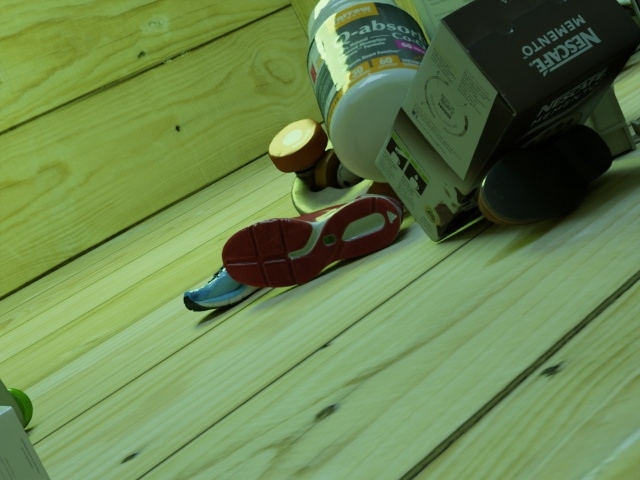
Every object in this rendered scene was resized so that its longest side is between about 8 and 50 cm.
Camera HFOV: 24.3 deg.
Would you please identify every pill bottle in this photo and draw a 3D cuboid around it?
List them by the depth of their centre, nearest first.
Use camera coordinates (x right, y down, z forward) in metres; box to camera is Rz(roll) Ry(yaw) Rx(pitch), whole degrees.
[{"bbox_3d":[0.069,-0.211,1.913,0.162,0.162,0.278,-25,38,6],"label":"pill bottle"}]

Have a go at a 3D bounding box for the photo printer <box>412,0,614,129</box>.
[{"bbox_3d":[0.226,-0.251,1.797,0.107,0.307,0.256,-27,9,-19],"label":"photo printer"}]

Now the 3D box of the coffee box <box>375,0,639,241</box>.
[{"bbox_3d":[0.180,-0.136,1.482,0.168,0.119,0.297,-31,-15,-20],"label":"coffee box"}]

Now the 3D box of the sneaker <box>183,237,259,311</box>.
[{"bbox_3d":[-0.109,0.036,1.840,0.162,0.073,0.063,-31,9,-34],"label":"sneaker"}]

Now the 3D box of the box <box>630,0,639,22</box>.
[{"bbox_3d":[0.470,-0.222,1.278,0.343,0.179,0.312,-23,6,23],"label":"box"}]

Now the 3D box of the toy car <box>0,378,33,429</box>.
[{"bbox_3d":[-0.424,0.197,1.577,0.188,0.149,0.155,-37,-5,1],"label":"toy car"}]

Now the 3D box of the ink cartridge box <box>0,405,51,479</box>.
[{"bbox_3d":[-0.305,0.208,1.216,0.143,0.090,0.092,-30,8,-23],"label":"ink cartridge box"}]

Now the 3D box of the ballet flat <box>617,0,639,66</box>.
[{"bbox_3d":[0.447,-0.321,2.340,0.139,0.139,0.400,-21,8,30],"label":"ballet flat"}]

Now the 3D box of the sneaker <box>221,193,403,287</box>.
[{"bbox_3d":[0.000,0.000,1.775,0.221,0.087,0.128,-11,2,14],"label":"sneaker"}]

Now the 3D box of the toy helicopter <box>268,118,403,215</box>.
[{"bbox_3d":[0.118,-0.137,2.004,0.355,0.140,0.235,-38,31,-6],"label":"toy helicopter"}]

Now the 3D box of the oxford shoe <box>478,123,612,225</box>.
[{"bbox_3d":[0.207,-0.048,1.430,0.076,0.076,0.212,-42,-12,38],"label":"oxford shoe"}]

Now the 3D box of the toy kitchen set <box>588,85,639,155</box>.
[{"bbox_3d":[0.317,-0.136,1.595,0.068,0.075,0.083,-25,11,0],"label":"toy kitchen set"}]
